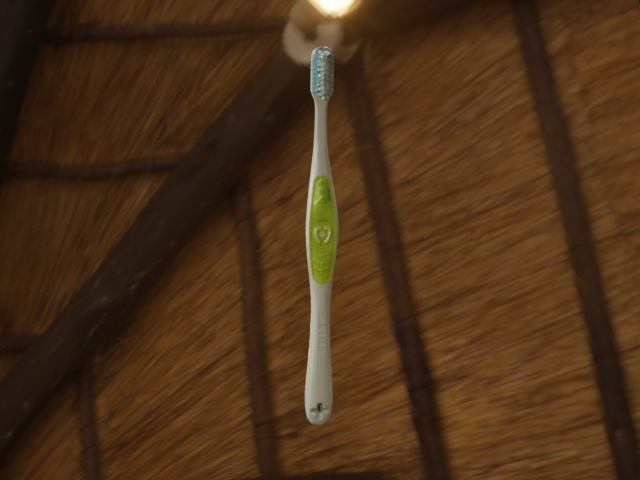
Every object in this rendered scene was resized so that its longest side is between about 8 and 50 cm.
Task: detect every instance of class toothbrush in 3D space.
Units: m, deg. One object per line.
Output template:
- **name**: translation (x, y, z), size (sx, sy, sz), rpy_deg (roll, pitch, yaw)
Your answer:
- **toothbrush**: translation (0.000, 0.000, 1.067), size (0.022, 0.026, 0.263), rpy_deg (-2, -74, -8)
